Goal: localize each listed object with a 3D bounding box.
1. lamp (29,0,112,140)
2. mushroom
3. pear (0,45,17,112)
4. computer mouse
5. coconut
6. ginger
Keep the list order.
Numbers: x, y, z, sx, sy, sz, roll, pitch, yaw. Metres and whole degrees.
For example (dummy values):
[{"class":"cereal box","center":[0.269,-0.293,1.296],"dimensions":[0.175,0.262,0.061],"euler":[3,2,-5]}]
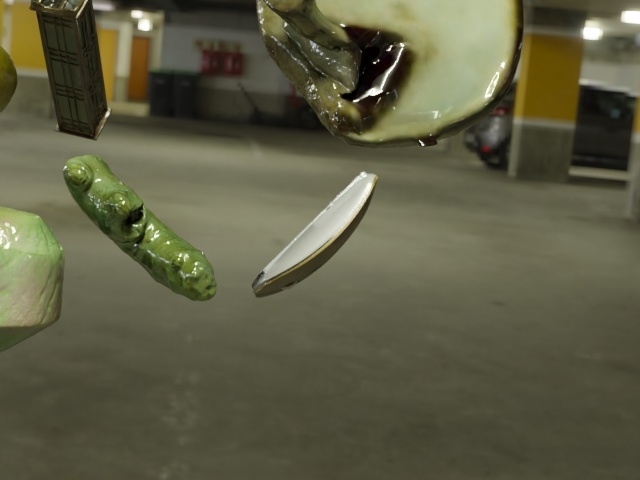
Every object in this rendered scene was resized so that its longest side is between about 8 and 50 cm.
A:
[{"class":"lamp","center":[-0.442,-0.322,2.143],"dimensions":[0.090,0.325,0.089],"euler":[14,53,7]},{"class":"mushroom","center":[0.051,-0.198,1.220],"dimensions":[0.292,0.218,0.212],"euler":[-12,6,-44]},{"class":"pear","center":[-0.579,-0.272,1.989],"dimensions":[0.148,0.149,0.162],"euler":[4,11,-9]},{"class":"computer mouse","center":[0.000,0.000,1.720],"dimensions":[0.056,0.245,0.126],"euler":[45,-14,6]},{"class":"coconut","center":[-0.496,0.065,1.820],"dimensions":[0.235,0.236,0.204],"euler":[3,8,-15]},{"class":"ginger","center":[-0.267,-0.014,1.763],"dimensions":[0.089,0.290,0.137],"euler":[-45,5,-26]}]
